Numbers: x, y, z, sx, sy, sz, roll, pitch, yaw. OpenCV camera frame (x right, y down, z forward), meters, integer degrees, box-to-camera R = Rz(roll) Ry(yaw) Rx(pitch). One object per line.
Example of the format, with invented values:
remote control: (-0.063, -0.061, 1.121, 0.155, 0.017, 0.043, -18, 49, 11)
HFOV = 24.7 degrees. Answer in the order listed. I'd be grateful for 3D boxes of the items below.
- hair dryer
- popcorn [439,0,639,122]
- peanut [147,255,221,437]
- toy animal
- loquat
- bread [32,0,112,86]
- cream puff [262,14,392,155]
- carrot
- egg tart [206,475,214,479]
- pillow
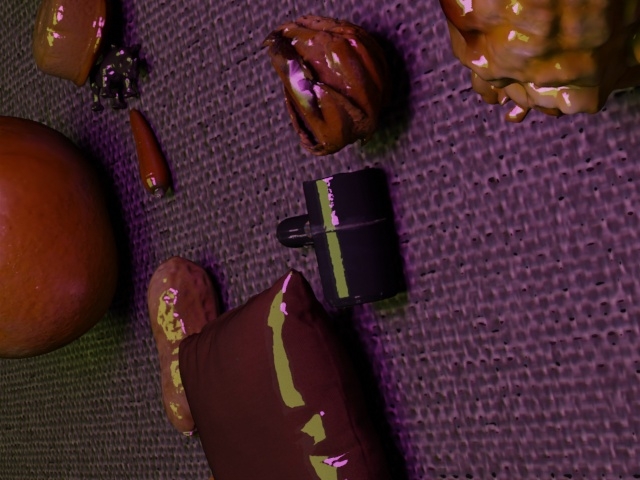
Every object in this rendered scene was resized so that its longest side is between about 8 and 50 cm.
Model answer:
hair dryer: (0.000, 0.000, 1.416, 0.219, 0.071, 0.124, 178, 82, -67)
popcorn: (0.164, -0.181, 0.969, 0.169, 0.218, 0.189, -10, 112, 18)
peanut: (-0.147, 0.121, 1.684, 0.099, 0.099, 0.214, -34, 65, 59)
toy animal: (-0.250, -0.205, 1.793, 0.136, 0.047, 0.065, 156, 110, -66)
loquat: (-0.435, 0.005, 1.885, 0.328, 0.359, 0.328, 46, 148, 40)
bread: (-0.307, -0.257, 1.810, 0.156, 0.086, 0.125, 149, 129, -64)
cream puff: (0.011, -0.144, 1.301, 0.133, 0.104, 0.119, 64, 180, 38)
carrot: (-0.209, -0.108, 1.771, 0.035, 0.035, 0.142, -59, 43, 50)
egg tart: (-0.100, 0.334, 1.707, 0.130, 0.052, 0.130, 30, 126, 52)
pillow: (-0.032, 0.205, 1.481, 0.308, 0.108, 0.305, -35, 75, 60)
